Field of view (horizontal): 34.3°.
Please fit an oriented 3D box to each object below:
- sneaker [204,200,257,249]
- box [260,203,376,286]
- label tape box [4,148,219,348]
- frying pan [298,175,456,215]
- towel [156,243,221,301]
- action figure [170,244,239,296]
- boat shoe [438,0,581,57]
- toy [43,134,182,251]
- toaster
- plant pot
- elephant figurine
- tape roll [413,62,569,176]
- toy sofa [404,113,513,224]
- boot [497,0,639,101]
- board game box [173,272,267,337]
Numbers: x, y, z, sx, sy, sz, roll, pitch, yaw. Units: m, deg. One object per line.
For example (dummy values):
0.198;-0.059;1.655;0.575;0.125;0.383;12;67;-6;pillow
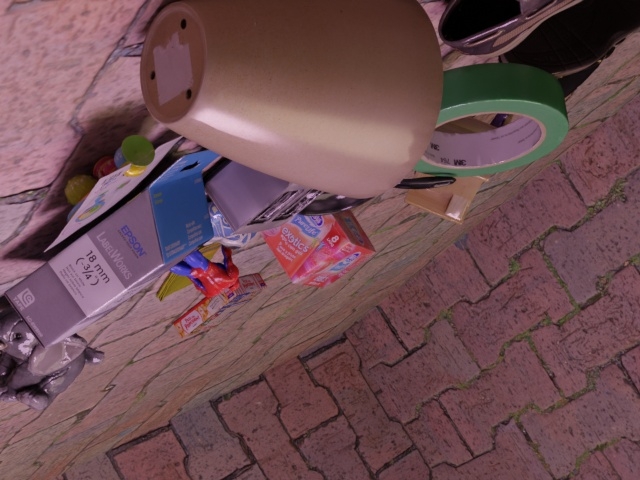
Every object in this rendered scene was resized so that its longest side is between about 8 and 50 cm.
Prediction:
-0.153;-0.035;1.814;0.081;0.080;0.211;-34;171;23;sneaker
0.000;0.000;2.226;0.154;0.142;0.300;-35;169;8;box
-0.259;0.004;1.513;0.333;0.106;0.240;-35;-179;15;label tape box
0.085;-0.118;1.974;0.326;0.053;0.197;-17;159;9;frying pan
-0.253;0.052;2.066;0.102;0.021;0.237;-24;166;-33;towel
-0.234;0.014;1.824;0.091;0.139;0.280;-33;147;16;action figure
0.307;-0.378;1.486;0.130;0.132;0.355;-21;163;-47;boat shoe
-0.279;-0.075;1.331;0.137;0.056;0.237;-35;-177;-38;toy
-0.084;-0.098;1.660;0.185;0.110;0.168;-38;167;25;toaster
-0.050;-0.177;1.151;0.274;0.256;0.256;0;149;-41;plant pot
-0.453;0.153;1.651;0.239;0.169;0.186;109;7;-48;elephant figurine
0.290;-0.214;1.910;0.321;0.077;0.321;-3;159;-1;tape roll
0.295;-0.179;2.253;0.362;0.150;0.177;96;17;-76;toy sofa
0.445;-0.345;2.026;0.377;0.138;0.284;-33;170;-30;boot
-0.239;0.156;2.487;0.193;0.045;0.147;-38;168;24;board game box
